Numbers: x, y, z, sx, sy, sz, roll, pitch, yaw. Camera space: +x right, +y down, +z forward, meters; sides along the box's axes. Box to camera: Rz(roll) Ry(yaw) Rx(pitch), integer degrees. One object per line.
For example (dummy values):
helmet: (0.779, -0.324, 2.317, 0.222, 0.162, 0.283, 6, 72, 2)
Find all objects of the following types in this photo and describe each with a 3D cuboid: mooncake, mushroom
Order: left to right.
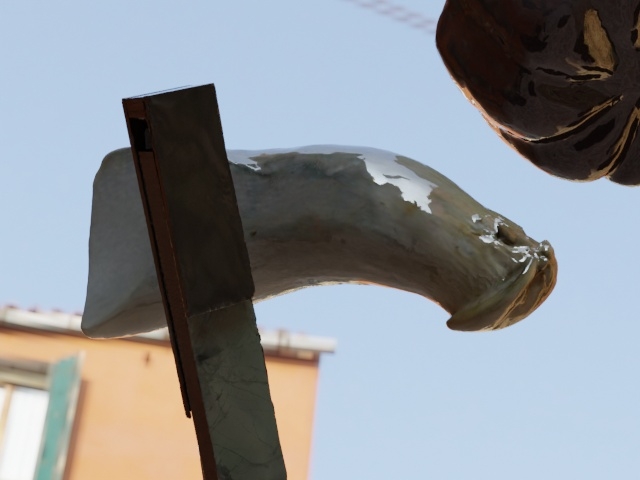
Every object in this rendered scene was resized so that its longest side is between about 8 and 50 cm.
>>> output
mushroom: (0.001, 0.000, 1.444, 0.397, 0.177, 0.126, -3, -25, 15)
mooncake: (0.270, -0.189, 1.591, 0.306, 0.154, 0.306, -14, -47, -16)

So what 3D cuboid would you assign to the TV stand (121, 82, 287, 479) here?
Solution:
TV stand: (-0.070, 0.032, 1.061, 0.049, 0.257, 0.040, -16, 10, -28)
